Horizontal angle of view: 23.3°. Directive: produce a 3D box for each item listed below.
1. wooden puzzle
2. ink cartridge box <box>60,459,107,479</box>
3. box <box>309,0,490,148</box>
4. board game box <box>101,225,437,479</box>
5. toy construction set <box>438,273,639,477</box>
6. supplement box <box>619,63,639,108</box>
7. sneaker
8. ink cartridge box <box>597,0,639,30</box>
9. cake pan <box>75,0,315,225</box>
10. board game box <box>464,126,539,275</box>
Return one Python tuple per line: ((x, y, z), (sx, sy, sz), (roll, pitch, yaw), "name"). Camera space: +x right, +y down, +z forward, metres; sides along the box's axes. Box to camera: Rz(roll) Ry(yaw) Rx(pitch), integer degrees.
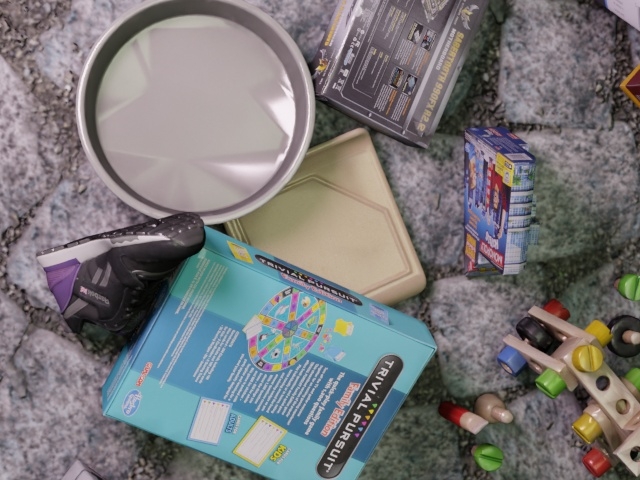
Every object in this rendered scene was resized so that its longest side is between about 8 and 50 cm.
((0.000, 0.000, 2.008), (0.221, 0.044, 0.238), (-24, 103, -11), "wooden puzzle")
((-0.251, 0.355, 1.882), (0.153, 0.208, 0.087), (39, 81, -13), "ink cartridge box")
((0.100, -0.256, 1.979), (0.183, 0.056, 0.231), (24, 88, -33), "box")
((-0.065, 0.158, 1.931), (0.336, 0.079, 0.253), (24, 107, -18), "board game box")
((0.333, 0.211, 1.997), (0.309, 0.237, 0.257), (-16, 97, -12), "toy construction set")
((0.536, -0.184, 2.043), (0.191, 0.194, 0.129), (44, 83, -12), "supplement box")
((-0.219, 0.045, 1.846), (0.107, 0.283, 0.124), (-20, 95, -41), "sneaker")
((0.517, -0.346, 1.978), (0.307, 0.303, 0.072), (-16, 120, -12), "ink cartridge box")
((-0.153, -0.161, 1.923), (0.293, 0.054, 0.293), (0, 84, -4), "cake pan")
((0.234, -0.031, 2.005), (0.060, 0.194, 0.194), (-2, 108, -12), "board game box")
